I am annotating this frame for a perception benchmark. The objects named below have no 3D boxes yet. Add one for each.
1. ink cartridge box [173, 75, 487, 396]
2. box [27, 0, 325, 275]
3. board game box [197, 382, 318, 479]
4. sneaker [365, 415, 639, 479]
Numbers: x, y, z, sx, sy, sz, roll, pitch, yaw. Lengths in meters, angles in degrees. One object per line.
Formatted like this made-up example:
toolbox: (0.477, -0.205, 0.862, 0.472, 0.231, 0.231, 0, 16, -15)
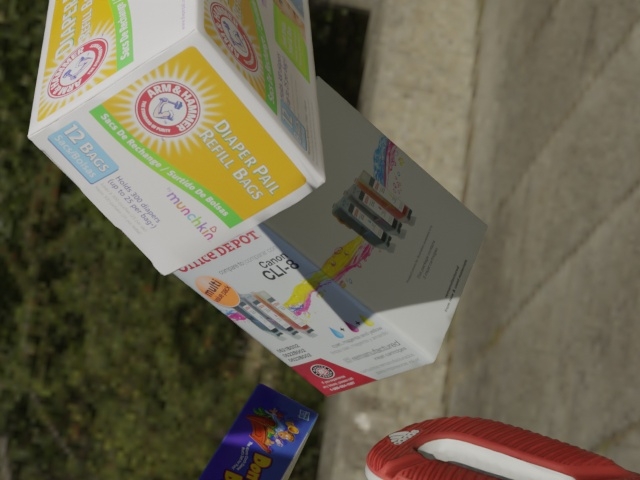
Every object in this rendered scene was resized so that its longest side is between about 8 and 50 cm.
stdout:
ink cartridge box: (0.000, 0.000, 1.074, 0.128, 0.176, 0.127, -24, 33, 50)
box: (-0.074, -0.099, 0.818, 0.103, 0.114, 0.203, -30, 35, 18)
board game box: (-0.131, 0.349, 1.644, 0.347, 0.078, 0.233, -57, -7, -48)
sneaker: (0.111, 0.146, 0.498, 0.087, 0.221, 0.128, -19, -61, -46)
